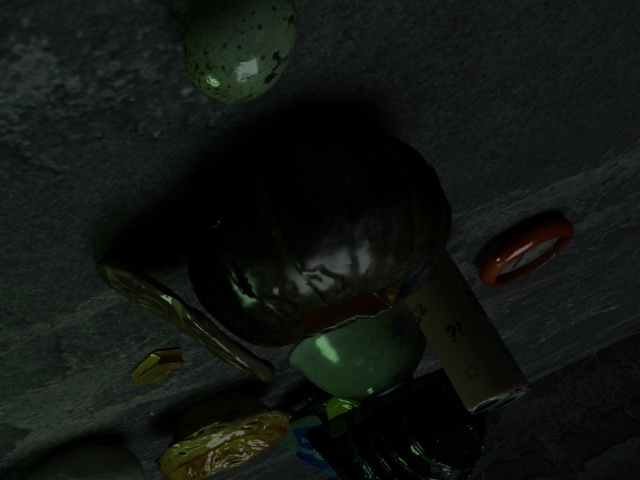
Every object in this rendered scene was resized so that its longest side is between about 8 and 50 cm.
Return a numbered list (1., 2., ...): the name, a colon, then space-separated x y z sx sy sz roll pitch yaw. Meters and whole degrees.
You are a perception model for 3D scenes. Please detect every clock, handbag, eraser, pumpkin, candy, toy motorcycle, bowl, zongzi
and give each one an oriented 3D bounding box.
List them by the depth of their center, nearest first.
1. pumpkin: 0.000 0.000 0.881 0.321 0.192 0.320 -21 160 -8
2. handbag: -0.264 0.207 1.239 0.061 0.027 0.083 1 146 -47
3. eraser: 0.225 0.139 1.266 0.087 0.290 0.171 -39 153 23
4. zongzi: 0.177 0.366 1.347 0.383 0.319 0.362 -46 172 4
5. candy: -0.462 0.501 1.441 0.296 0.185 0.295 -27 159 -11
6. clock: 0.401 0.021 1.499 0.205 0.051 0.205 -23 156 -11
7. bowl: 0.105 0.242 1.534 0.314 0.146 0.313 -22 154 -11
8. toy motorcycle: 0.041 0.427 1.746 0.326 0.200 0.191 -34 -177 30

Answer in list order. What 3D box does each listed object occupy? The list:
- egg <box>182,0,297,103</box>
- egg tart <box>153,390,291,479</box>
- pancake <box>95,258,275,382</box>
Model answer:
1. egg: -0.065 -0.164 0.628 0.085 0.085 0.110 11 118 -53
2. egg tart: -0.201 0.389 1.561 0.295 0.116 0.294 -20 156 -9
3. pancake: -0.159 0.092 0.891 0.031 0.250 0.250 -57 159 -12
